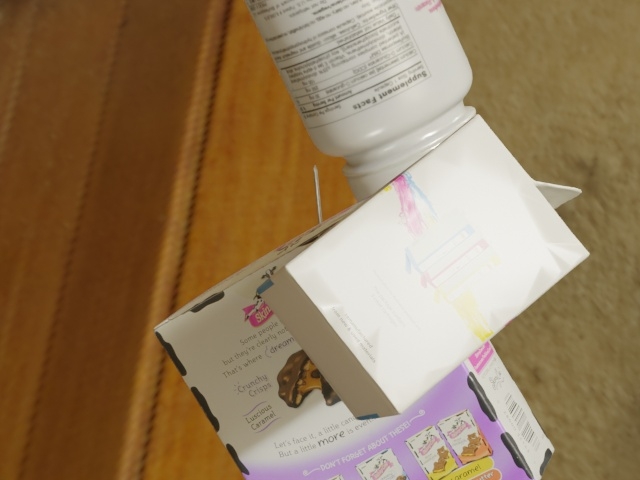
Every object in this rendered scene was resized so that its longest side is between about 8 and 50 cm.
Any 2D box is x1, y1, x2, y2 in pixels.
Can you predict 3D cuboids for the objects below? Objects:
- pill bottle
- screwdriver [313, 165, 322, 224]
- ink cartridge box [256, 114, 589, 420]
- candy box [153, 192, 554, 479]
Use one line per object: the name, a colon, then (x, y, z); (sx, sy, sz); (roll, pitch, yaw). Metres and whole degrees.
pill bottle: (0.039, -0.175, 1.494); (0.160, 0.283, 0.160); (-25, 12, 6)
screwdriver: (0.000, 0.000, 1.797); (0.025, 0.024, 0.169); (-37, 55, 51)
ink cartridge box: (0.056, 0.011, 0.829); (0.143, 0.092, 0.090); (-39, 90, -14)
candy box: (0.021, 0.091, 1.018); (0.165, 0.070, 0.196); (-30, 94, 22)
